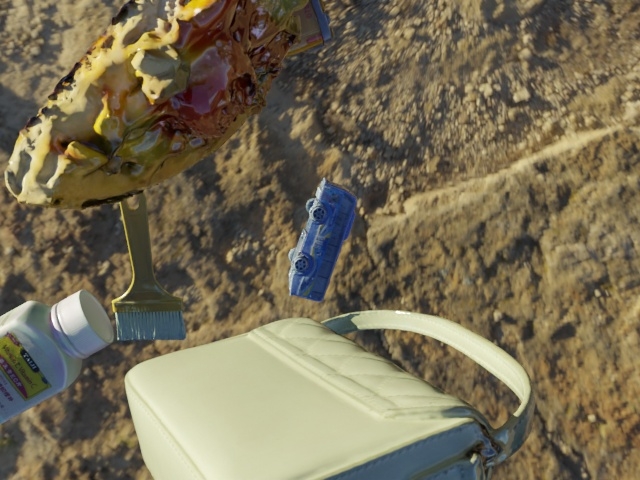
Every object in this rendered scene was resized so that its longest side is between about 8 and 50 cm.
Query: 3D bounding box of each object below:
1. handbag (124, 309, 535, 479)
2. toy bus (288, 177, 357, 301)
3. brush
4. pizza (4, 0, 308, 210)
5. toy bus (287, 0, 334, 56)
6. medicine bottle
[{"bbox_3d":[0.010,0.104,0.529,0.219,0.256,0.079,-19,106,-21],"label":"handbag"},{"bbox_3d":[0.002,0.000,1.696,0.094,0.079,0.236,17,101,-12],"label":"toy bus"},{"bbox_3d":[-0.205,0.030,0.990,0.083,0.011,0.205,-1,119,2],"label":"brush"},{"bbox_3d":[-0.092,-0.208,0.841,0.130,0.440,0.406,38,124,5],"label":"pizza"},{"bbox_3d":[-0.075,-0.322,1.208,0.136,0.209,0.126,-25,116,-7],"label":"toy bus"},{"bbox_3d":[-0.236,0.091,0.720,0.118,0.055,0.074,-28,104,3],"label":"medicine bottle"}]
